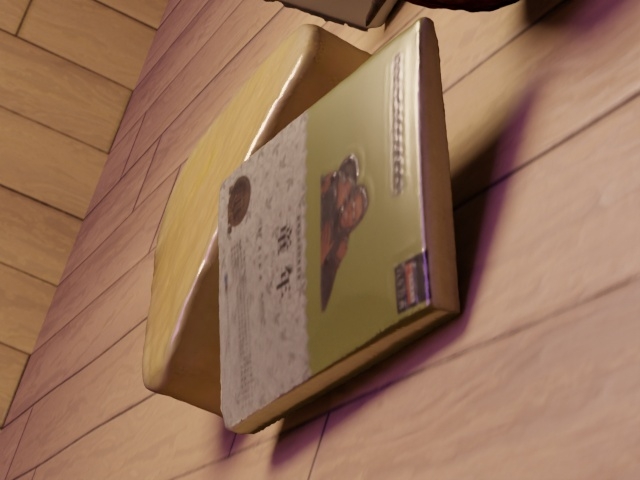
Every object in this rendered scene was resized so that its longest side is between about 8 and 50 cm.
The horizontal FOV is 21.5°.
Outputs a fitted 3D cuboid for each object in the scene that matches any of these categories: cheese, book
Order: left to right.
[{"bbox_3d":[-0.055,-0.051,1.656,0.384,0.104,0.384,-57,17,28],"label":"cheese"},{"bbox_3d":[0.000,0.000,1.350,0.352,0.035,0.239,-36,50,55],"label":"book"}]

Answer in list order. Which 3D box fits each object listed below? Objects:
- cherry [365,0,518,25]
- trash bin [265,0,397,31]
[{"bbox_3d":[0.113,-0.291,1.264,0.300,0.203,0.230,-63,11,5],"label":"cherry"},{"bbox_3d":[0.046,-0.394,1.610,0.296,0.255,0.368,-90,21,-47],"label":"trash bin"}]
